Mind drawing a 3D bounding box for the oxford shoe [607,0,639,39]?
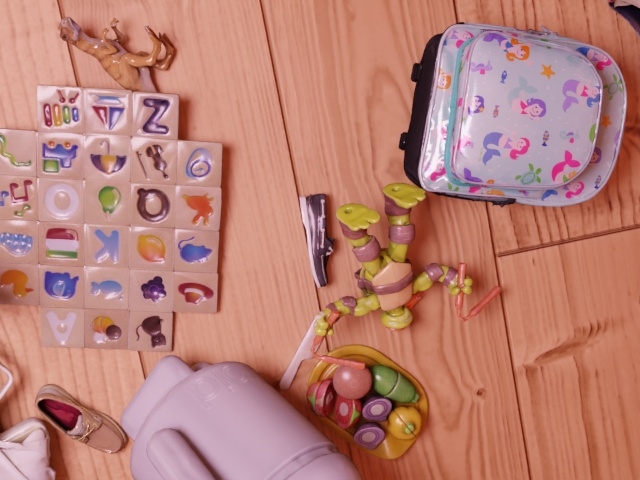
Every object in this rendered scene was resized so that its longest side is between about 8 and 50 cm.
[{"bbox_3d":[0.420,-0.359,1.024,0.130,0.123,0.348,-26,98,4],"label":"oxford shoe"}]

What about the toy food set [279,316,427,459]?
[{"bbox_3d":[0.052,0.213,1.088,0.218,0.071,0.128,35,93,-9],"label":"toy food set"}]

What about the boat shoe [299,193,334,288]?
[{"bbox_3d":[0.000,0.000,1.069,0.038,0.046,0.125,-10,90,1],"label":"boat shoe"}]

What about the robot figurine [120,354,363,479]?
[{"bbox_3d":[-0.087,0.285,0.971,0.353,0.300,0.200,37,97,29],"label":"robot figurine"}]

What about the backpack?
[{"bbox_3d":[0.249,-0.150,1.008,0.253,0.191,0.225,8,96,-12],"label":"backpack"}]

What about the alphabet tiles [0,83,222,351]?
[{"bbox_3d":[-0.271,-0.021,1.034,0.285,0.011,0.342,3,105,-6],"label":"alphabet tiles"}]

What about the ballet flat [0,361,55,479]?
[{"bbox_3d":[-0.423,0.234,1.017,0.139,0.139,0.400,-32,105,-1],"label":"ballet flat"}]

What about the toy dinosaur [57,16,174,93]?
[{"bbox_3d":[-0.232,-0.209,1.021,0.112,0.064,0.211,-38,112,12],"label":"toy dinosaur"}]

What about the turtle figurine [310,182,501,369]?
[{"bbox_3d":[0.099,0.036,1.032,0.269,0.087,0.217,-16,124,-9],"label":"turtle figurine"}]

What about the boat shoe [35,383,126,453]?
[{"bbox_3d":[-0.319,0.243,1.068,0.135,0.045,0.050,34,93,-9],"label":"boat shoe"}]
